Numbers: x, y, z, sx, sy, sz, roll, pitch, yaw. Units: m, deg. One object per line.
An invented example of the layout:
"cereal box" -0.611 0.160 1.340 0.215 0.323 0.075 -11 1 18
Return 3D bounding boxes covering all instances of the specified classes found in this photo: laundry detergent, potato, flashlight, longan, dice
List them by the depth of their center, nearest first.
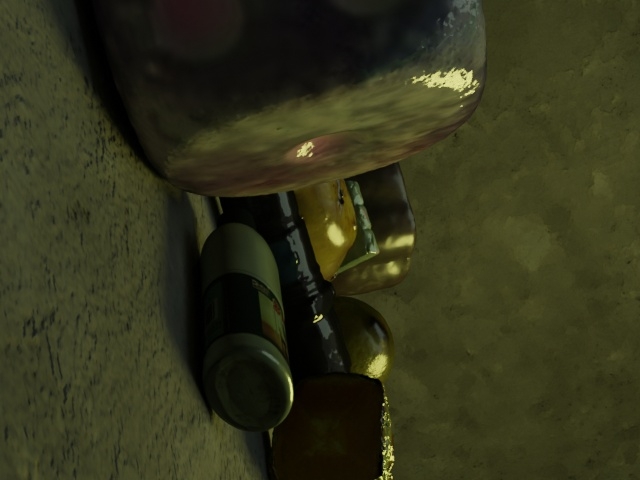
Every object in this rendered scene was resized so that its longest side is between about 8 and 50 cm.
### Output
"dice" -0.028 -0.199 0.769 0.270 0.270 0.271 65 12 -80
"laundry detergent" -0.068 0.050 0.823 0.226 0.070 0.099 -102 168 -52
"flashlight" -0.064 -0.022 1.039 0.103 0.103 0.424 -92 166 -76
"potato" -0.030 -0.042 1.243 0.173 0.140 0.300 -119 -166 -44
"longan" 0.028 0.161 1.422 0.176 0.145 0.155 -36 -104 47

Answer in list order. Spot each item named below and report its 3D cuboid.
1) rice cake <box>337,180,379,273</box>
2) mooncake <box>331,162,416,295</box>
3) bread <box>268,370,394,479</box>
"rice cake" 0.000 0.000 1.420 0.237 0.043 0.127 -31 -109 56
"mooncake" 0.025 -0.051 1.580 0.306 0.154 0.306 169 -90 -69
"bread" 0.010 0.204 0.980 0.069 0.127 0.140 73 16 -53
